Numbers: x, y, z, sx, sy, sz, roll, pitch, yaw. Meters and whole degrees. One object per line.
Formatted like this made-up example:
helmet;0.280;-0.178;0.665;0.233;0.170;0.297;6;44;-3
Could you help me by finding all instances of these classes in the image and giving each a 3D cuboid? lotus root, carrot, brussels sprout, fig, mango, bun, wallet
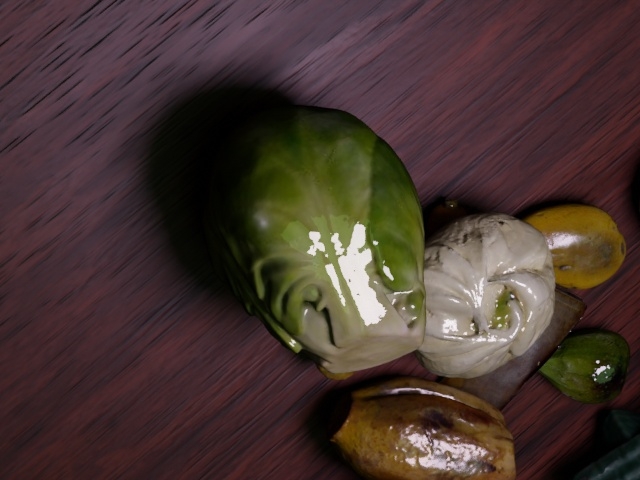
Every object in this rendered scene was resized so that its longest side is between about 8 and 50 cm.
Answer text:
lotus root;0.151;0.288;1.930;0.291;0.193;0.193;11;104;-14
carrot;0.183;0.047;1.925;0.067;0.067;0.225;-5;113;-22
brussels sprout;0.003;0.000;1.687;0.281;0.289;0.354;-19;76;-21
fig;0.413;0.199;2.074;0.156;0.123;0.123;8;110;15
mango;0.374;0.011;1.979;0.195;0.098;0.137;-3;114;-18
bun;0.227;0.091;1.834;0.259;0.160;0.259;-12;119;-22
wallet;0.299;0.170;2.009;0.137;0.031;0.255;28;112;-34

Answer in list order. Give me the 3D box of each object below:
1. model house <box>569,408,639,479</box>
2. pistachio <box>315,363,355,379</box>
model house;0.641;0.352;2.103;0.445;0.395;0.400;-36;108;6
pistachio;0.038;0.106;1.867;0.110;0.100;0.189;21;97;-8
